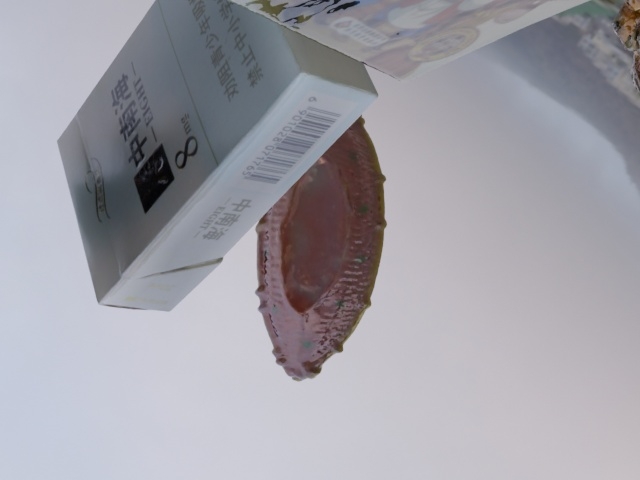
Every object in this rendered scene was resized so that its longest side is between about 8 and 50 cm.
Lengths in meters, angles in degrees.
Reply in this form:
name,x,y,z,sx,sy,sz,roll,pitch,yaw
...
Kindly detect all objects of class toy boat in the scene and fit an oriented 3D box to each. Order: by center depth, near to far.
name,x,y,z,sx,sy,sz,roll,pitch,yaw
toy boat,-0.001,-0.002,1.043,0.141,0.318,0.099,8,177,10

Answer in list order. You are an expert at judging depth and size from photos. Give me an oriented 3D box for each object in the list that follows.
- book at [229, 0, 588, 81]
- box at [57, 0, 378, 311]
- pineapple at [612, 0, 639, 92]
name,x,y,z,sx,sy,sz,roll,pitch,yaw
book,0.110,-0.144,0.406,0.202,0.264,0.027,6,-114,-63
box,-0.083,-0.080,0.648,0.067,0.243,0.155,9,-130,-41
pineapple,0.266,-0.131,0.538,0.161,0.176,0.137,14,-168,-18
